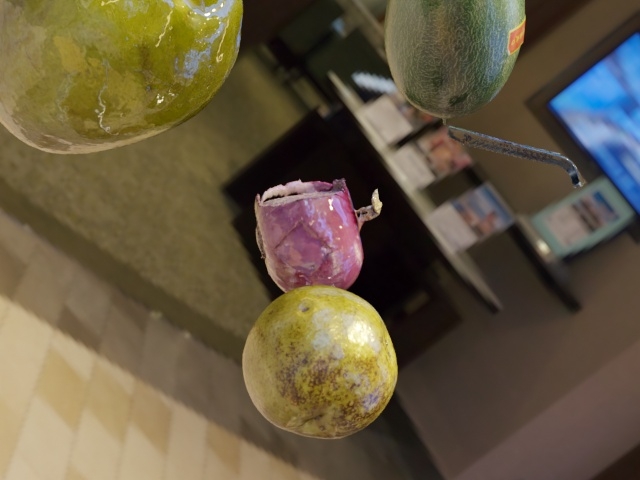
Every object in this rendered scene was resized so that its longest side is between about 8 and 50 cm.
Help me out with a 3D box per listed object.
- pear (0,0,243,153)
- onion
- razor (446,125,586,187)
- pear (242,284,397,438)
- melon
[{"bbox_3d":[-0.229,-0.217,1.524,0.253,0.307,0.253,18,61,-36],"label":"pear"},{"bbox_3d":[-0.014,0.003,2.151,0.200,0.200,0.207,45,-15,-32],"label":"onion"},{"bbox_3d":[0.253,-0.114,1.828,0.190,0.033,0.066,21,11,14],"label":"razor"},{"bbox_3d":[0.000,0.160,1.791,0.197,0.197,0.197,49,10,-12],"label":"pear"},{"bbox_3d":[0.173,-0.276,1.858,0.182,0.182,0.287,-118,-154,-46],"label":"melon"}]
